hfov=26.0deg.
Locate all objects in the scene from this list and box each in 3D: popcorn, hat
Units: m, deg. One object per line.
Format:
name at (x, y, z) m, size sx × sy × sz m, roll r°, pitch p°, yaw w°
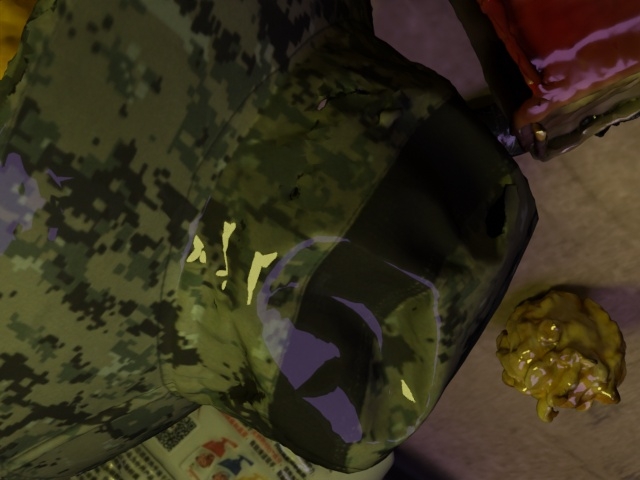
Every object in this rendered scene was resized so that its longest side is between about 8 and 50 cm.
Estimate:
popcorn at (0.149, 0.070, 0.844) m, size 0.082 × 0.083 × 0.057 m, roll -26°, pitch 157°, yaw -46°
hat at (0.000, 0.000, 0.468) m, size 0.265 × 0.128 × 0.265 m, roll -54°, pitch 164°, yaw -23°

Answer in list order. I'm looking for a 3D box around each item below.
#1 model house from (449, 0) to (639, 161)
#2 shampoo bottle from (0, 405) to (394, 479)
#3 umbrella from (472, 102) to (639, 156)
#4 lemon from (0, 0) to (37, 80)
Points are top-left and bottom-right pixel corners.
model house at (0.117, -0.140, 0.448) m, size 0.196 × 0.160 × 0.254 m, roll -27°, pitch 150°, yaw 6°
shampoo bottle at (-0.031, 0.070, 0.630) m, size 0.284 × 0.153 × 0.071 m, roll -41°, pitch -175°, yaw -18°
umbrella at (0.123, -0.066, 0.667) m, size 0.143 × 0.040 × 0.037 m, roll -22°, pitch 139°, yaw -2°
lemon at (-0.105, -0.037, 0.504) m, size 0.114 × 0.114 × 0.155 m, roll -33°, pitch 157°, yaw 16°
